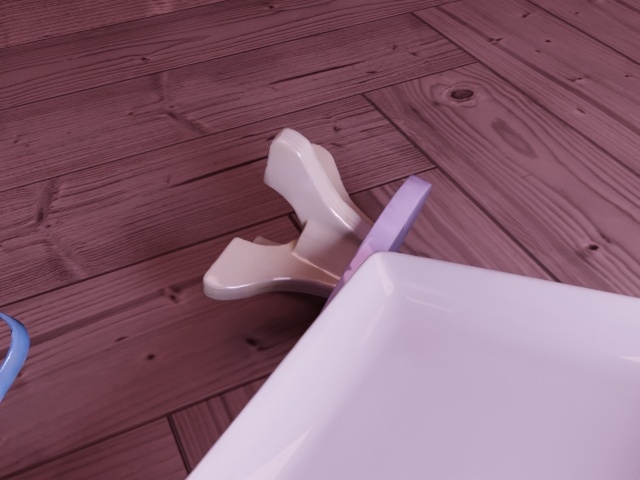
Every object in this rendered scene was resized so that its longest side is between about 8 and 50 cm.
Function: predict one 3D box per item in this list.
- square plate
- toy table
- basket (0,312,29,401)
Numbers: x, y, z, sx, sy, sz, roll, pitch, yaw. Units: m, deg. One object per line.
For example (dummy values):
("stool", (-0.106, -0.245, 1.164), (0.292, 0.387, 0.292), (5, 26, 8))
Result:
("square plate", (0.099, 0.152, 0.480), (0.344, 0.049, 0.347), (11, 44, 36))
("toy table", (0.000, 0.000, 0.808), (0.161, 0.252, 0.274), (29, 39, 8))
("basket", (-0.421, 0.166, 0.620), (0.254, 0.201, 0.289), (17, 76, 20))
